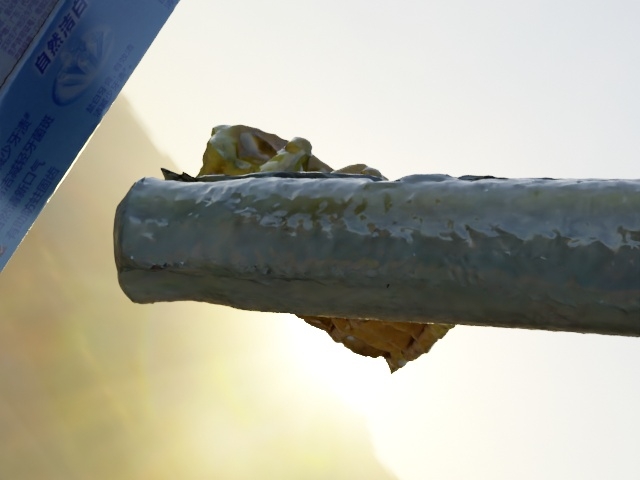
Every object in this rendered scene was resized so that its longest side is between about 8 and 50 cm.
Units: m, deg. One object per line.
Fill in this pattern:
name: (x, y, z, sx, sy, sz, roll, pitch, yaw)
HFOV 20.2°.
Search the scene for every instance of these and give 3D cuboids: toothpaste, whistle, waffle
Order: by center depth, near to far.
whistle: (0.082, 0.007, 0.646, 0.068, 0.326, 0.057, -64, 151, -49)
toothpaste: (-0.112, -0.067, 0.664, 0.053, 0.272, 0.066, 34, 2, 25)
waffle: (0.000, 0.000, 0.950, 0.160, 0.055, 0.211, 31, -12, 1)
